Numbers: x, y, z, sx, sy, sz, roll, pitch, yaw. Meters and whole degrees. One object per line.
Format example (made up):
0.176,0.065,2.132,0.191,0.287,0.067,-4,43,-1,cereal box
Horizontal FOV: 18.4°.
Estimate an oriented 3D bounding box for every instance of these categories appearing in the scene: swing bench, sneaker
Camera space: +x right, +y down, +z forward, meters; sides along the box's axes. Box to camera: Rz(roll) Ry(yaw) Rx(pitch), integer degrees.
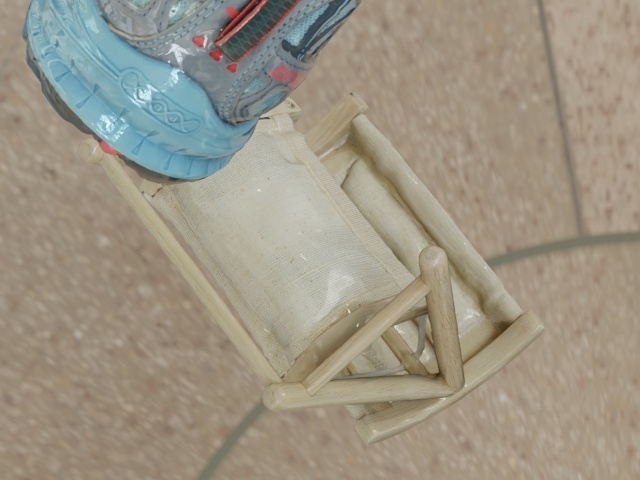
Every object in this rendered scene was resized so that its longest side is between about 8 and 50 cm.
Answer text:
0.000,0.000,1.437,0.165,0.254,0.253,-41,66,7,swing bench
-0.009,-0.136,0.650,0.125,0.104,0.262,-36,34,35,sneaker
